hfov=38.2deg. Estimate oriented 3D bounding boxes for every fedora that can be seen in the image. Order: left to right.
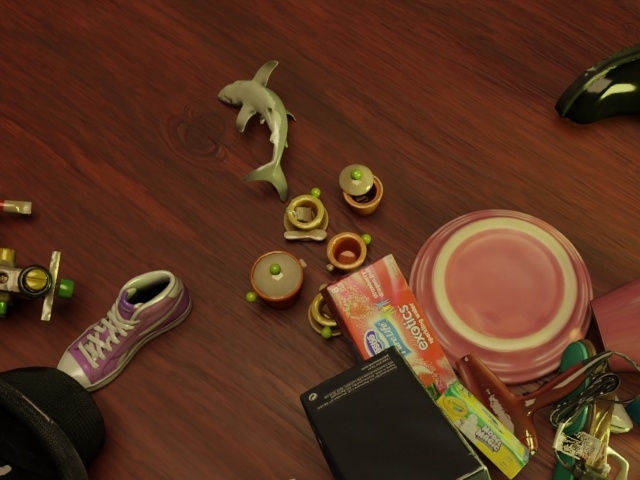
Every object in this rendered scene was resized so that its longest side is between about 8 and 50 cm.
[{"bbox_3d":[-0.480,0.310,1.543,0.334,0.334,0.152,32,39,16],"label":"fedora"}]

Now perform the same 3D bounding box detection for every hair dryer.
[{"bbox_3d":[0.352,0.259,1.485,0.293,0.080,0.224,19,76,14],"label":"hair dryer"}]

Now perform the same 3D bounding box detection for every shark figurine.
[{"bbox_3d":[-0.088,-0.227,1.801,0.166,0.116,0.278,-39,57,24],"label":"shark figurine"}]

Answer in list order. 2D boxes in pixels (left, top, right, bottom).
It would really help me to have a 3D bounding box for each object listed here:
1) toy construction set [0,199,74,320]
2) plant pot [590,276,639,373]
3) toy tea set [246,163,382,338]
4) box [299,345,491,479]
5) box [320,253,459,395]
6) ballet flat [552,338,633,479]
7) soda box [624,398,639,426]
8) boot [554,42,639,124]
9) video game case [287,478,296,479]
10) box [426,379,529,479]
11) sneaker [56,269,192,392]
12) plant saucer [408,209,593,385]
[{"bbox_3d":[-0.564,0.044,1.673,0.237,0.257,0.309,4,56,-13],"label":"toy construction set"},{"bbox_3d":[0.561,0.141,1.555,0.180,0.201,0.201,-15,66,12],"label":"plant pot"},{"bbox_3d":[0.000,0.000,1.679,0.199,0.124,0.336,14,69,10],"label":"toy tea set"},{"bbox_3d":[0.132,0.371,1.360,0.182,0.296,0.294,-27,33,-8],"label":"box"},{"bbox_3d":[0.115,0.165,1.565,0.128,0.122,0.257,-27,87,-7],"label":"box"},{"bbox_3d":[0.451,0.339,1.524,0.124,0.116,0.343,15,68,-12],"label":"ballet flat"},{"bbox_3d":[0.561,0.257,1.486,0.067,0.210,0.071,-34,70,-11],"label":"soda box"},{"bbox_3d":[0.648,-0.243,1.737,0.347,0.131,0.260,-24,68,-7],"label":"boot"},{"bbox_3d":[-0.113,0.529,1.507,0.210,0.042,0.232,-14,67,-1],"label":"video game case"},{"bbox_3d":[0.237,0.275,1.400,0.179,0.105,0.043,42,97,12],"label":"box"},{"bbox_3d":[-0.363,0.149,1.622,0.282,0.161,0.102,-41,72,-12],"label":"sneaker"},{"bbox_3d":[0.322,0.088,1.644,0.332,0.084,0.332,-1,67,2],"label":"plant saucer"}]
